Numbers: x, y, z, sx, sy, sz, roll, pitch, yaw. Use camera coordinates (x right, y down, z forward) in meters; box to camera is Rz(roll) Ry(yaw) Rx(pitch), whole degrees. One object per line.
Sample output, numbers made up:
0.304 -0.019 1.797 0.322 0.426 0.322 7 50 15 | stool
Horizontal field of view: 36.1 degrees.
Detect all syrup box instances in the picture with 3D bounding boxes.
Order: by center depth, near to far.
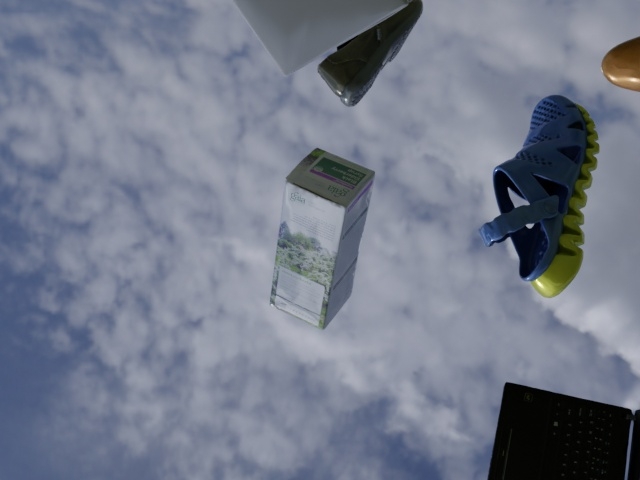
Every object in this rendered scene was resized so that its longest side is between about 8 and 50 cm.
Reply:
0.000 0.000 1.359 0.093 0.236 0.096 24 -138 17 | syrup box

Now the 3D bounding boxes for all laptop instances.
0.341 0.285 1.179 0.265 0.136 0.234 12 -117 9 | laptop

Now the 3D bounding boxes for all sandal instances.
0.309 -0.083 1.404 0.138 0.126 0.317 21 -120 -13 | sandal

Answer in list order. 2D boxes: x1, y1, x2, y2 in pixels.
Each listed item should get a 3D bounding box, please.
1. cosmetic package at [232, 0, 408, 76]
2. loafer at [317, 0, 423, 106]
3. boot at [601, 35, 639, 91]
-0.068 -0.372 0.973 0.155 0.365 0.197 -29 -153 19 | cosmetic package
0.076 -0.307 1.488 0.087 0.094 0.251 35 -129 1 | loafer
0.548 -0.220 1.484 0.295 0.104 0.211 4 -134 33 | boot
